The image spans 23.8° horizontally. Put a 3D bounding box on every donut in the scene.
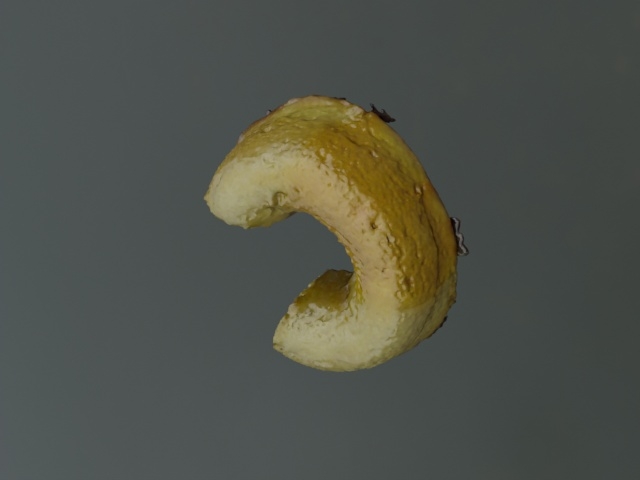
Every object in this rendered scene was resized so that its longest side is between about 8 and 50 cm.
[{"bbox_3d":[0.010,-0.001,0.946,0.146,0.078,0.181,-13,101,35],"label":"donut"}]
